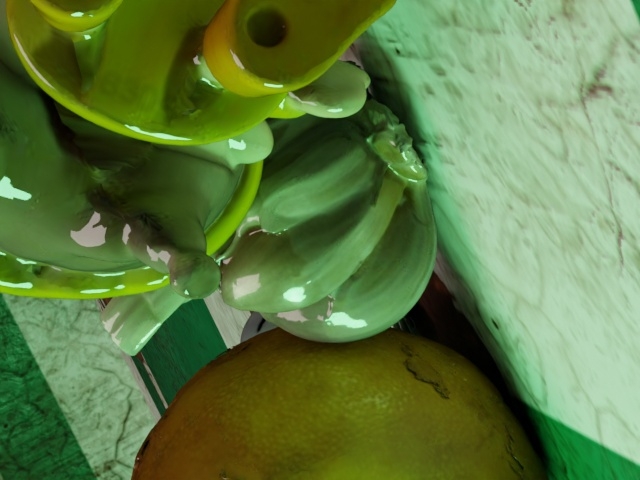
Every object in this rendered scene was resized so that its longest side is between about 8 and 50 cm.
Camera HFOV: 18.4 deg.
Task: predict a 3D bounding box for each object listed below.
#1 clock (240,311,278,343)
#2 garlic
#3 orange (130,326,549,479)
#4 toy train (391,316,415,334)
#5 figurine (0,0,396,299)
[{"bbox_3d":[0.005,0.107,1.402,0.176,0.080,0.117,58,168,16],"label":"clock"},{"bbox_3d":[-0.023,0.007,1.047,0.131,0.194,0.127,45,170,40],"label":"garlic"},{"bbox_3d":[0.007,0.159,1.109,0.240,0.240,0.240,58,168,20],"label":"orange"},{"bbox_3d":[0.000,0.000,1.230,0.202,0.060,0.081,64,174,-1],"label":"toy train"},{"bbox_3d":[-0.106,-0.078,0.878,0.215,0.187,0.344,34,163,-9],"label":"figurine"}]
